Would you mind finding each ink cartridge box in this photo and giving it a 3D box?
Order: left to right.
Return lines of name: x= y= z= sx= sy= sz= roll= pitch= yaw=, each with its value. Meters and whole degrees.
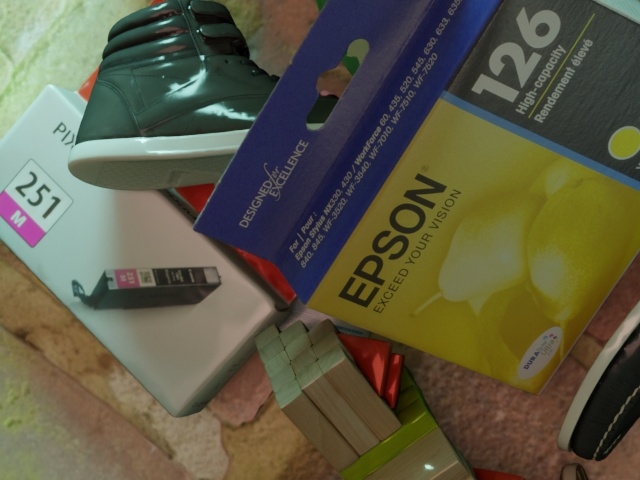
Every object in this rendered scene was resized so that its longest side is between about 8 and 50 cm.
ink cartridge box: x=-0.126 y=-0.033 z=1.407 sx=0.275 sy=0.060 sz=0.239 roll=44 pitch=100 yaw=13
ink cartridge box: x=0.113 y=-0.060 z=1.248 sx=0.307 sy=0.072 sz=0.304 roll=20 pitch=114 yaw=-27

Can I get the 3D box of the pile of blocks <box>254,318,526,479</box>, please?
pile of blocks: x=0.098 y=0.192 z=1.331 sx=0.112 sy=0.149 sz=0.362 roll=-35 pitch=96 yaw=5

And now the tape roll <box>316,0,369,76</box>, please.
tape roll: x=0.155 y=-0.228 z=1.353 sx=0.321 sy=0.077 sz=0.321 roll=0 pitch=90 yaw=12

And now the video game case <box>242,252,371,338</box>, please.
video game case: x=0.000 y=0.000 z=1.413 sx=0.119 sy=0.015 sz=0.166 roll=14 pitch=92 yaw=12

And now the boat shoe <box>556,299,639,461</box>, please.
boat shoe: x=0.294 y=0.054 z=1.302 sx=0.091 sy=0.114 sz=0.303 roll=36 pitch=97 yaw=16

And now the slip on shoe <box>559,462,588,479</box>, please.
slip on shoe: x=0.196 y=0.245 z=1.355 sx=0.041 sy=0.051 sz=0.135 roll=-6 pitch=94 yaw=23

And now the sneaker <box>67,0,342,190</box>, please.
sneaker: x=-0.051 y=-0.122 z=1.336 sx=0.295 sy=0.104 sz=0.147 roll=-1 pitch=72 yaw=14
